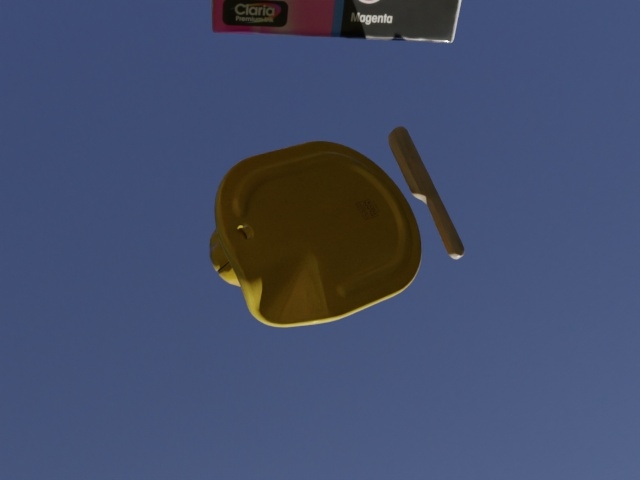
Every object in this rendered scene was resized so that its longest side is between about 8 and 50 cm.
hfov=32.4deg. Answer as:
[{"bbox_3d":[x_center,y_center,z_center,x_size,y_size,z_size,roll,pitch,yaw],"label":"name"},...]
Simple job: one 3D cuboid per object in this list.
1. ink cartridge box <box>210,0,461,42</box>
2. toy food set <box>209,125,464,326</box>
[{"bbox_3d":[0.023,-0.303,0.687,0.175,0.371,0.069,1,-145,-7],"label":"ink cartridge box"},{"bbox_3d":[0.000,0.000,0.791,0.218,0.071,0.128,-17,-107,-44],"label":"toy food set"}]
